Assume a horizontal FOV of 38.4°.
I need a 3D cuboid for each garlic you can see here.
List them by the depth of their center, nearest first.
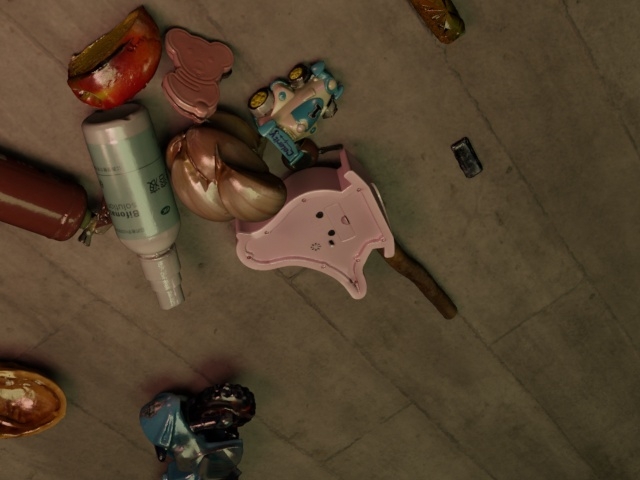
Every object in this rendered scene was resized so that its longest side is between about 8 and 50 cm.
[{"bbox_3d":[-0.165,-0.104,1.519,0.191,0.214,0.160,18,129,-43],"label":"garlic"}]

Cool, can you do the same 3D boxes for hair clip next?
[{"bbox_3d":[-0.196,-0.257,1.433,0.123,0.138,0.102,20,113,-24],"label":"hair clip"}]

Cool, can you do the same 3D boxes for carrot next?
[{"bbox_3d":[0.171,-0.410,1.499,0.069,0.069,0.229,-36,132,9],"label":"carrot"}]

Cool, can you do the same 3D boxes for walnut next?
[{"bbox_3d":[-0.593,0.294,1.749,0.211,0.087,0.167,19,112,-34],"label":"walnut"}]

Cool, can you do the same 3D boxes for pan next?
[{"bbox_3d":[-0.012,-0.155,1.656,0.115,0.023,0.068,-13,130,-10],"label":"pan"}]

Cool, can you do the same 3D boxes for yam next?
[{"bbox_3d":[0.198,0.074,1.905,0.045,0.045,0.327,-21,136,27],"label":"yam"}]

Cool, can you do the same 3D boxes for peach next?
[{"bbox_3d":[-0.306,-0.271,1.410,0.172,0.127,0.092,-48,124,-14],"label":"peach"}]

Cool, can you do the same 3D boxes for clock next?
[{"bbox_3d":[0.000,0.000,1.719,0.275,0.080,0.290,-24,129,11],"label":"clock"}]

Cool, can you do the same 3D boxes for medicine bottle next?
[{"bbox_3d":[-0.292,-0.046,1.523,0.110,0.110,0.352,-17,115,-8],"label":"medicine bottle"}]

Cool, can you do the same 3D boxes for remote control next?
[{"bbox_3d":[0.284,-0.157,1.774,0.039,0.014,0.096,-31,130,5],"label":"remote control"}]

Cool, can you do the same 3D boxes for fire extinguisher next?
[{"bbox_3d":[-0.466,-0.088,1.496,0.337,0.106,0.147,22,92,-34],"label":"fire extinguisher"}]

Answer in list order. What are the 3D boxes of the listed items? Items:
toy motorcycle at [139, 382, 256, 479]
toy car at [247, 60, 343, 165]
[{"bbox_3d":[-0.276,0.436,1.950,0.232,0.172,0.416,3,135,-15],"label":"toy motorcycle"},{"bbox_3d":[-0.030,-0.214,1.553,0.161,0.098,0.126,-34,133,10],"label":"toy car"}]
